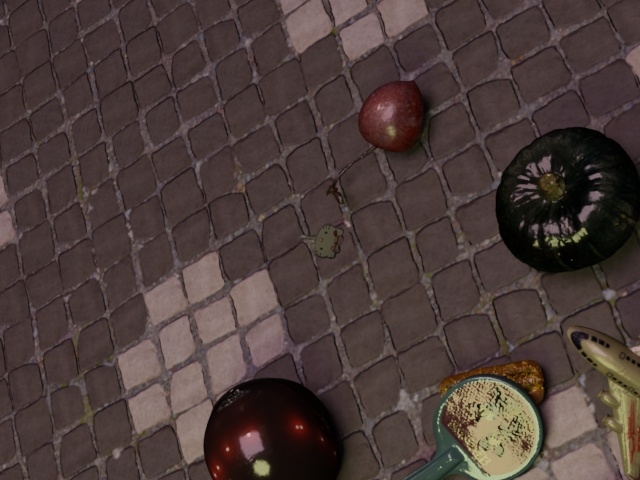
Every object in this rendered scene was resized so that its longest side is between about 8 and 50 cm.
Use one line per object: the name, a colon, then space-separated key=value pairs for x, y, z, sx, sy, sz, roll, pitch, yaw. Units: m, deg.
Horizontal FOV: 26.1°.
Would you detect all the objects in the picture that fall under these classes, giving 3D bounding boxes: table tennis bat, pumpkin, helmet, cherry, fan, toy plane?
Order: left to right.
helmet: x=-0.074 y=0.312 z=2.053 sx=0.189 sy=0.193 sz=0.216 roll=-34 pitch=91 yaw=10
fan: x=0.000 y=0.000 z=2.220 sx=0.083 sy=0.004 sz=0.056 roll=9 pitch=79 yaw=36
cherry: x=0.093 y=-0.151 z=2.166 sx=0.107 sy=0.090 sz=0.225 roll=30 pitch=101 yaw=22
table tennis bat: x=0.204 y=0.289 z=1.936 sx=0.244 sy=0.040 sz=0.153 roll=-43 pitch=81 yaw=23
pumpkin: x=0.341 y=-0.057 z=1.914 sx=0.212 sy=0.152 sz=0.211 roll=-27 pitch=50 yaw=38
toy plane: x=0.430 y=0.187 z=1.782 sx=0.256 sy=0.104 sz=0.242 roll=37 pitch=106 yaw=21

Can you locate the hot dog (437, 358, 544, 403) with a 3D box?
hot dog: x=0.244 y=0.212 z=1.950 sx=0.165 sy=0.045 sz=0.071 roll=-16 pitch=64 yaw=29

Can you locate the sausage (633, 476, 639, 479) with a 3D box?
sausage: x=0.413 y=0.311 z=1.758 sx=0.177 sy=0.040 sz=0.047 roll=-37 pitch=88 yaw=34
